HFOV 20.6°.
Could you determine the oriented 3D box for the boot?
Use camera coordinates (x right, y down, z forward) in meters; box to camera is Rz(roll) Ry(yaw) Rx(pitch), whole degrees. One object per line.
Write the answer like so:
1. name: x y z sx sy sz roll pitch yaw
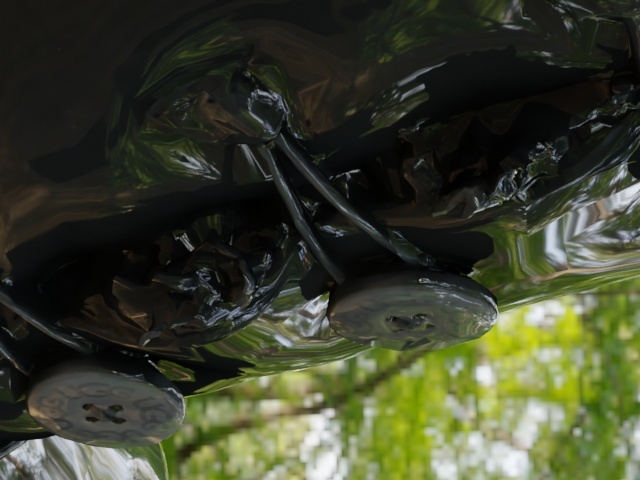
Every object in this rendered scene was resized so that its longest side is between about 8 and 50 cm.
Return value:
1. boot: -0.001 0.000 0.502 0.367 0.445 0.146 28 44 -58
